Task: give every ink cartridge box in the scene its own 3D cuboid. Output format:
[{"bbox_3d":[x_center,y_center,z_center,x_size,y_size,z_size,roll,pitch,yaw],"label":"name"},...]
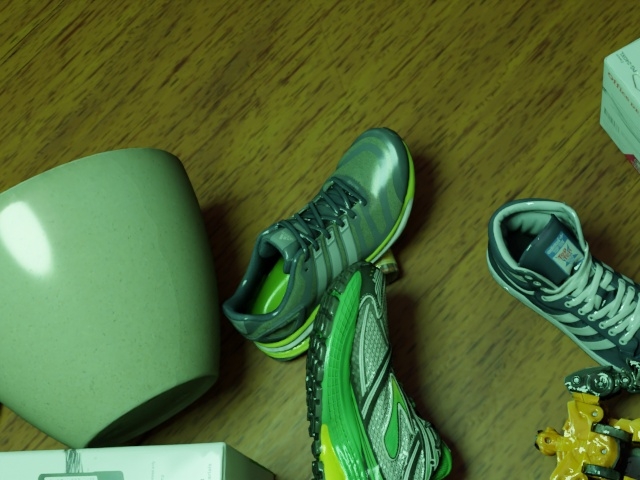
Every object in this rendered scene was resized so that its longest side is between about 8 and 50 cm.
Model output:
[{"bbox_3d":[0.370,-0.143,1.148,0.063,0.150,0.109,-29,65,0],"label":"ink cartridge box"},{"bbox_3d":[-0.204,0.288,1.078,0.273,0.198,0.114,-5,68,12],"label":"ink cartridge box"}]

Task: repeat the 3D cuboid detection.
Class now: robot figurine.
[{"bbox_3d":[0.359,0.237,1.019,0.291,0.085,0.211,10,71,26],"label":"robot figurine"}]

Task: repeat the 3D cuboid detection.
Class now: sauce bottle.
[{"bbox_3d":[0.053,-0.007,1.226,0.042,0.042,0.128,-26,65,2],"label":"sauce bottle"}]

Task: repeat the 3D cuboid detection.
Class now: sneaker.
[{"bbox_3d":[0.294,0.055,1.083,0.282,0.153,0.099,33,79,23],"label":"sneaker"},{"bbox_3d":[0.000,0.000,1.156,0.111,0.121,0.300,33,92,30],"label":"sneaker"},{"bbox_3d":[0.059,0.192,1.093,0.146,0.134,0.343,-3,85,-7],"label":"sneaker"}]

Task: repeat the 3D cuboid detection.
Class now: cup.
[{"bbox_3d":[-0.242,0.090,1.119,0.331,0.331,0.237,-31,76,-1],"label":"cup"}]
